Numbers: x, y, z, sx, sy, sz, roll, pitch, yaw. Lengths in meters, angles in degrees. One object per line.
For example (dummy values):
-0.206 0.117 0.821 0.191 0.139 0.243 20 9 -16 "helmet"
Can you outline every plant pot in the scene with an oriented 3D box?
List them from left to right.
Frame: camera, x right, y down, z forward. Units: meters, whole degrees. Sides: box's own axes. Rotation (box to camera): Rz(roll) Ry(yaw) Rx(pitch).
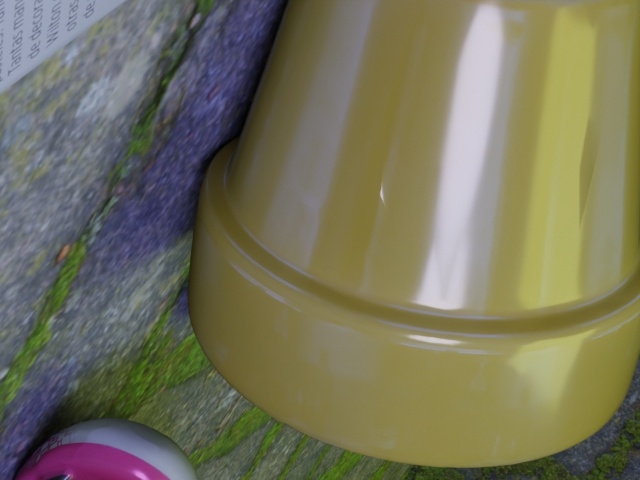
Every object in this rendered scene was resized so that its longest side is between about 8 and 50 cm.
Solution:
0.066 -0.051 0.755 0.254 0.254 0.239 -37 142 -52 "plant pot"

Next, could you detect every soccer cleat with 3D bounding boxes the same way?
-0.129 0.173 0.925 0.331 0.116 0.143 111 4 -53 "soccer cleat"

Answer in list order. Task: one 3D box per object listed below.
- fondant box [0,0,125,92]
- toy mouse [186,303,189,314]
-0.068 -0.156 0.310 0.330 0.096 0.238 -46 164 -35 "fondant box"
-0.039 0.017 0.932 0.161 0.031 0.143 -41 164 7 "toy mouse"
